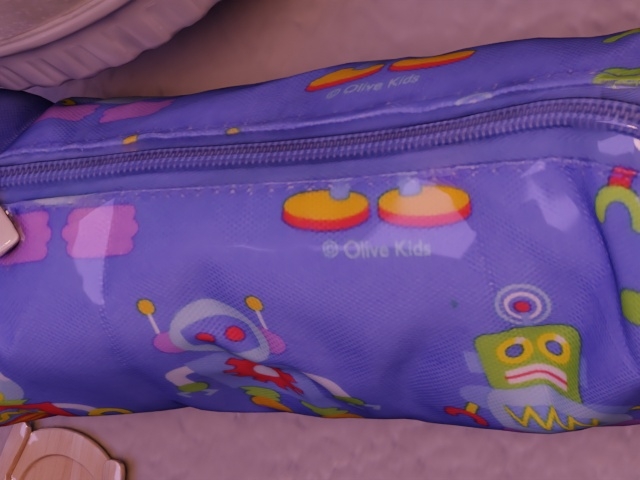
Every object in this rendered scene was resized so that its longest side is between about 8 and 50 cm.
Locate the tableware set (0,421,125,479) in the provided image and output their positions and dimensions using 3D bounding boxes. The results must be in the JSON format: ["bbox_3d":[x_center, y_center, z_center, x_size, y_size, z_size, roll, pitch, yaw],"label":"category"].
[{"bbox_3d":[-0.149,0.120,0.713,0.169,0.020,0.141,26,106,25],"label":"tableware set"}]

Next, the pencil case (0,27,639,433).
[{"bbox_3d":[0.000,0.000,0.557,0.306,0.133,0.119,-2,68,29],"label":"pencil case"}]

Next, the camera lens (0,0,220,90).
[{"bbox_3d":[-0.136,-0.191,0.503,0.219,0.274,0.219,-12,61,24],"label":"camera lens"}]
